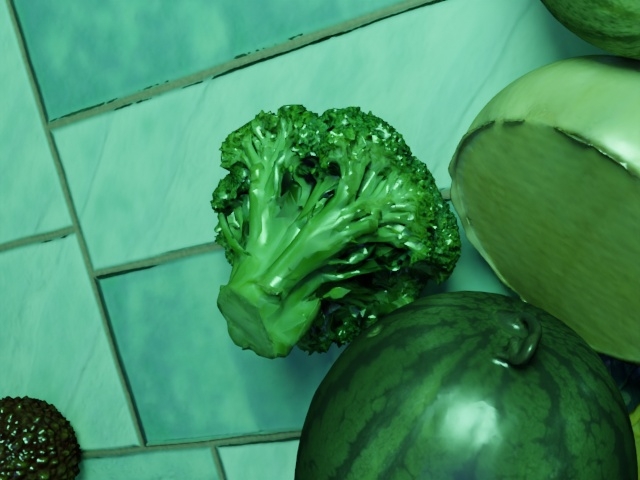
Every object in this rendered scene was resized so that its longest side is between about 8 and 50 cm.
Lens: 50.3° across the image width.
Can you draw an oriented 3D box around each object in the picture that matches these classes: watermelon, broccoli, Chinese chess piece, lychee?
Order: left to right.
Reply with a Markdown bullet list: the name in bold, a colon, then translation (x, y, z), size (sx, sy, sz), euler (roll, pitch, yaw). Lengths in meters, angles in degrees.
- **lychee**: translation (-0.418, 0.296, 0.899), size (0.188, 0.188, 0.188), euler (4, 103, 20)
- **broccoli**: translation (0.000, 0.000, 0.659), size (0.269, 0.241, 0.262), euler (1, 125, 49)
- **watermelon**: translation (0.120, 0.195, 0.591), size (0.278, 0.279, 0.360), euler (21, 121, 15)
- **Chinese chess piece**: translation (0.226, -0.021, 0.553), size (0.104, 0.257, 0.257), euler (-39, 85, -18)

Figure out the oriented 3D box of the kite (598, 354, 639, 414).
- **kite**: translation (0.304, 0.192, 0.693), size (0.335, 0.011, 0.315), euler (-4, 100, 22)

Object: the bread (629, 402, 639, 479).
- **bread**: translation (0.353, 0.241, 0.617), size (0.198, 0.120, 0.236), euler (19, 108, 14)

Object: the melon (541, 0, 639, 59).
- **melon**: translation (0.245, -0.277, 0.465), size (0.248, 0.248, 0.329), euler (1, 64, 20)
